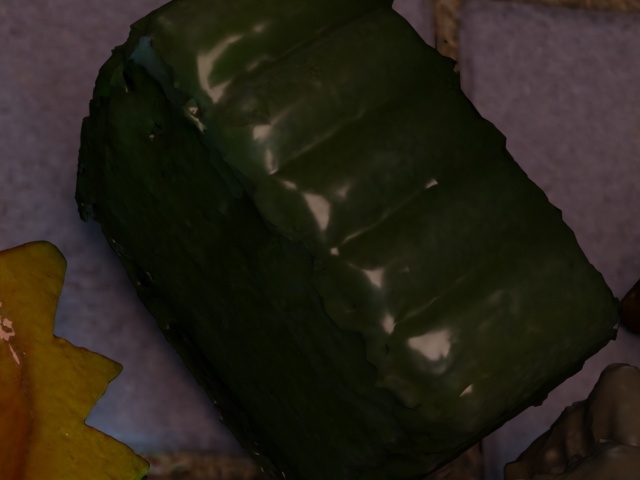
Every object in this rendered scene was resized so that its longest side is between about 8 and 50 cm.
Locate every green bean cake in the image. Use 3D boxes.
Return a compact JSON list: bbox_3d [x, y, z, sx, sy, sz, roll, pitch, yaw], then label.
[{"bbox_3d":[0.000,0.000,0.679,0.113,0.200,0.214,-35,82,-23],"label":"green bean cake"}]

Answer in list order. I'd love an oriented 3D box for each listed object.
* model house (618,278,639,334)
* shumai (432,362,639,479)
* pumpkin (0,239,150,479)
[{"bbox_3d":[0.280,0.015,0.759,0.199,0.220,0.229,-43,42,-15],"label":"model house"},{"bbox_3d":[0.168,0.159,0.622,0.262,0.314,0.267,-36,72,-27],"label":"shumai"},{"bbox_3d":[-0.163,0.101,0.672,0.130,0.149,0.254,23,48,-54],"label":"pumpkin"}]
